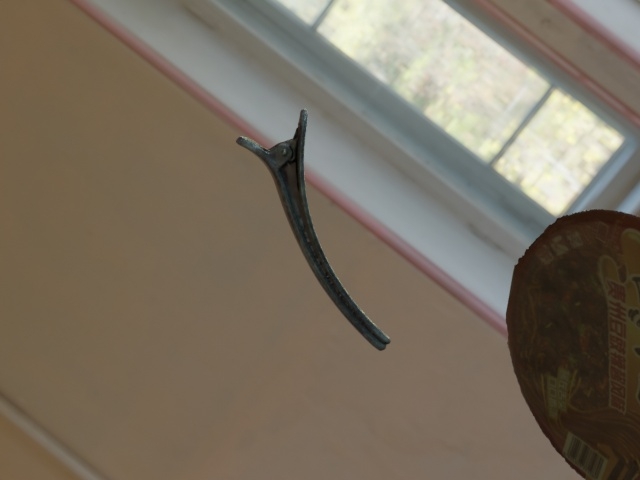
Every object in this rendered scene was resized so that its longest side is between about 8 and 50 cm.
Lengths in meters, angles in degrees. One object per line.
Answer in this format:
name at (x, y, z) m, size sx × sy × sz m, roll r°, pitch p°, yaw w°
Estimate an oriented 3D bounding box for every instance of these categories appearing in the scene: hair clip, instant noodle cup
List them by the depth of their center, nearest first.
instant noodle cup at (0.289, 0.096, 1.087) m, size 0.091 × 0.274 × 0.274 m, roll -17°, pitch -23°, yaw -35°
hair clip at (0.000, 0.000, 1.345) m, size 0.083 × 0.275 × 0.048 m, roll -24°, pitch 10°, yaw -4°
